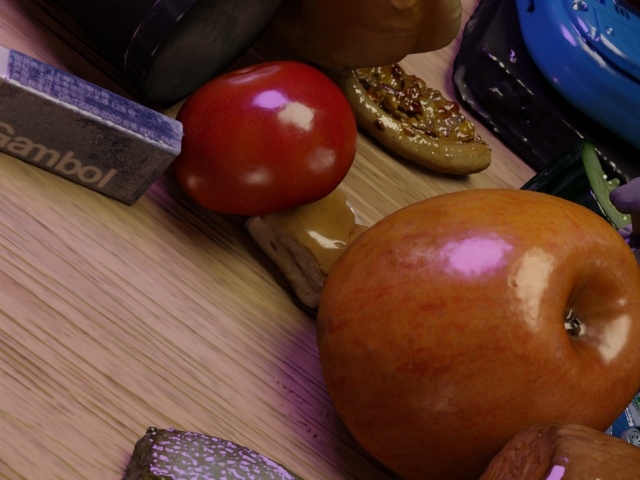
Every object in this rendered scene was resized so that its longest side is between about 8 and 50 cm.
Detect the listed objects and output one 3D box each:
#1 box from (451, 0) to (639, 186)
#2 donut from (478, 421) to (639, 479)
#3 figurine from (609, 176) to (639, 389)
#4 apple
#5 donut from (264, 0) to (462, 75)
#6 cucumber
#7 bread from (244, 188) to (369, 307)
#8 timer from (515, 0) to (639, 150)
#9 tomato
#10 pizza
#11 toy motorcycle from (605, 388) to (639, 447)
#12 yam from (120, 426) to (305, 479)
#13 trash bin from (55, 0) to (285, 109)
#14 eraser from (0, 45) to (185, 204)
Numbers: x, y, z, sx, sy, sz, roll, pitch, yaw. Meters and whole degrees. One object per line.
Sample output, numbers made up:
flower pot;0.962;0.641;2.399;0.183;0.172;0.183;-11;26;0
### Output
box;0.345;-0.195;2.273;0.359;0.091;0.350;41;36;-10
donut;0.177;0.300;1.437;0.150;0.299;0.317;33;52;-5
figurine;0.400;0.111;1.922;0.166;0.207;0.387;-89;169;-66
apple;0.160;0.089;1.629;0.299;0.275;0.299;24;60;-48
donut;-0.010;-0.365;1.832;0.198;0.449;0.449;-38;83;-15
cucumber;0.326;-0.010;2.046;0.191;0.130;0.191;29;40;-28
bread;-0.001;0.000;1.741;0.125;0.082;0.106;52;30;4
timer;0.398;-0.250;2.210;0.340;0.115;0.309;29;36;-26
tomato;-0.058;-0.102;1.686;0.195;0.195;0.136;-32;113;-54
pizza;0.098;-0.153;2.010;0.246;0.058;0.127;41;36;-6
toy motorcycle;0.331;0.234;1.843;0.135;0.092;0.254;27;47;-38
yam;-0.042;0.245;1.448;0.259;0.106;0.106;35;37;-17
trash bin;-0.199;-0.309;1.726;0.203;0.252;0.301;-35;75;-33
eraser;-0.241;-0.108;1.601;0.212;0.092;0.046;22;44;-27
